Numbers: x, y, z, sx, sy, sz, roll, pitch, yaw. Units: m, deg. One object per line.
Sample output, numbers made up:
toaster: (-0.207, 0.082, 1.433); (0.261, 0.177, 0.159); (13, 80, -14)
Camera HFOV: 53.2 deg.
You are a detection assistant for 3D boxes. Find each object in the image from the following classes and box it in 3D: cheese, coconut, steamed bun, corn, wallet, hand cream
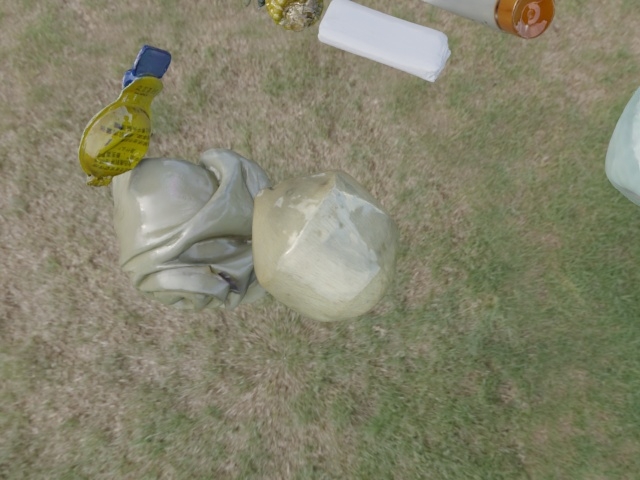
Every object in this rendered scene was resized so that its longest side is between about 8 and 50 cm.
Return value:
cheese: (-0.311, -0.196, 1.029); (0.064, 0.156, 0.250); (36, 106, 16)
coconut: (0.000, 0.000, 0.896); (0.224, 0.224, 0.224); (1, 80, -3)
steamed bun: (-0.223, 0.007, 1.194); (0.342, 0.368, 0.255); (-15, 51, 24)
corn: (-0.044, -0.444, 1.064); (0.097, 0.097, 0.262); (-2, 59, -4)
wallet: (0.094, -0.287, 0.912); (0.190, 0.033, 0.095); (18, 56, 1)
hand cream: (0.317, -0.450, 1.199); (0.139, 0.314, 0.089); (-21, 120, -11)

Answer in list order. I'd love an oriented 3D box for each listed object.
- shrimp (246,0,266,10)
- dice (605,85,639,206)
shrimp: (-0.133, -0.526, 1.282); (0.082, 0.174, 0.076); (-35, 66, 3)
dice: (0.554, -0.113, 0.804); (0.262, 0.268, 0.265); (45, 107, 38)
